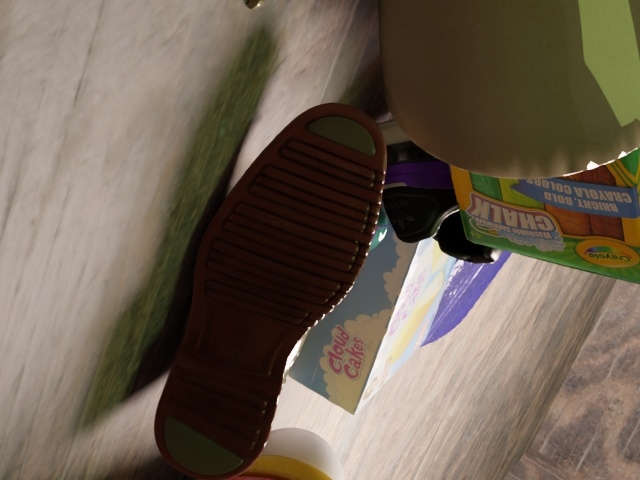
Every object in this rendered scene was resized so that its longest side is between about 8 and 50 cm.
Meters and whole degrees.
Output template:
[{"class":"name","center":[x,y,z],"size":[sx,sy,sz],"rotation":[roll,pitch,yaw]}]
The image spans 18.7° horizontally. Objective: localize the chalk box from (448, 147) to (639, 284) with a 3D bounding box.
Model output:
[{"class":"chalk box","center":[0.224,-0.090,1.672],"size":[0.179,0.180,0.289],"rotation":[-60,149,-31]}]

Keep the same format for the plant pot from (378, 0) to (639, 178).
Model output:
[{"class":"plant pot","center":[0.145,-0.229,1.435],"size":[0.256,0.256,0.274],"rotation":[-51,147,-24]}]

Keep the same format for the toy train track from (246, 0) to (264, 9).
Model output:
[{"class":"toy train track","center":[-0.025,-0.193,1.329],"size":[0.083,0.014,0.048],"rotation":[-62,165,14]}]

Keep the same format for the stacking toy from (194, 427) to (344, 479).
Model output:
[{"class":"stacking toy","center":[-0.052,0.318,1.867],"size":[0.480,0.350,0.350],"rotation":[-66,180,-63]}]

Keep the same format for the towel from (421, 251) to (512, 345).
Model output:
[{"class":"towel","center":[0.145,0.028,2.265],"size":[0.227,0.076,0.308],"rotation":[-54,167,13]}]

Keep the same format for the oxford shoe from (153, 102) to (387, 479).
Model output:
[{"class":"oxford shoe","center":[-0.045,0.025,1.578],"size":[0.348,0.123,0.130],"rotation":[-62,-173,25]}]

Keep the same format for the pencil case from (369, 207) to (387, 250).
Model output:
[{"class":"pencil case","center":[0.000,0.000,1.715],"size":[0.152,0.064,0.070],"rotation":[-33,153,-58]}]

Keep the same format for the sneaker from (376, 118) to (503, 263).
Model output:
[{"class":"sneaker","center":[0.155,-0.051,1.830],"size":[0.293,0.102,0.146],"rotation":[-8,87,-45]}]

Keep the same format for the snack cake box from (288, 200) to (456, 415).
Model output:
[{"class":"snack cake box","center":[0.068,0.032,1.961],"size":[0.152,0.089,0.264],"rotation":[-45,161,-44]}]
